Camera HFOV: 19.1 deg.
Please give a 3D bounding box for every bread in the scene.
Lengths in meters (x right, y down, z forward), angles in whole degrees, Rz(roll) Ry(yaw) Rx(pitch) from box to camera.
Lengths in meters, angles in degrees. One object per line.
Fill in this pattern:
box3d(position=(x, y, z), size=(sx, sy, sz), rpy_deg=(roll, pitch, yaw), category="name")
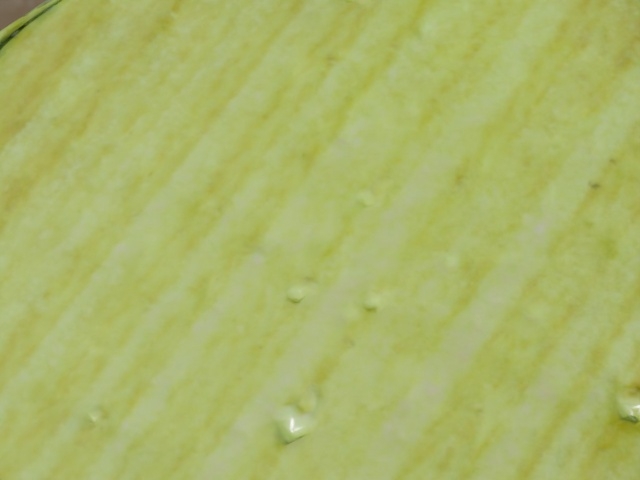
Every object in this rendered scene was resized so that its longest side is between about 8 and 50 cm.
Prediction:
box3d(position=(0.003, 0.030, 0.513), size=(0.045, 0.301, 0.301), rpy_deg=(83, 163, -58), category="bread")
